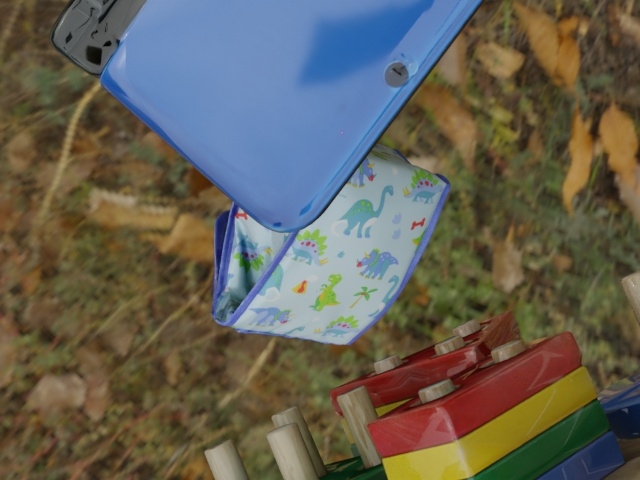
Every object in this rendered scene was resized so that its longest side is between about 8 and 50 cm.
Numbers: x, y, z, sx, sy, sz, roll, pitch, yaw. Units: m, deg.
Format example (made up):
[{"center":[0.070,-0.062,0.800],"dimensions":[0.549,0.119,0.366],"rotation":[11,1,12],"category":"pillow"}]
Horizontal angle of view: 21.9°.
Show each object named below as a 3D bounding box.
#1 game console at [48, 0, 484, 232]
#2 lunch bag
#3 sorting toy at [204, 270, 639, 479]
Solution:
[{"center":[0.000,-0.184,0.931],"dimensions":[0.173,0.250,0.293],"rotation":[36,100,-10],"category":"game console"},{"center":[0.000,0.000,1.174],"dimensions":[0.096,0.129,0.151],"rotation":[33,106,48],"category":"lunch bag"},{"center":[0.035,0.048,0.399],"dimensions":[0.274,0.132,0.046],"rotation":[-23,90,47],"category":"sorting toy"}]
